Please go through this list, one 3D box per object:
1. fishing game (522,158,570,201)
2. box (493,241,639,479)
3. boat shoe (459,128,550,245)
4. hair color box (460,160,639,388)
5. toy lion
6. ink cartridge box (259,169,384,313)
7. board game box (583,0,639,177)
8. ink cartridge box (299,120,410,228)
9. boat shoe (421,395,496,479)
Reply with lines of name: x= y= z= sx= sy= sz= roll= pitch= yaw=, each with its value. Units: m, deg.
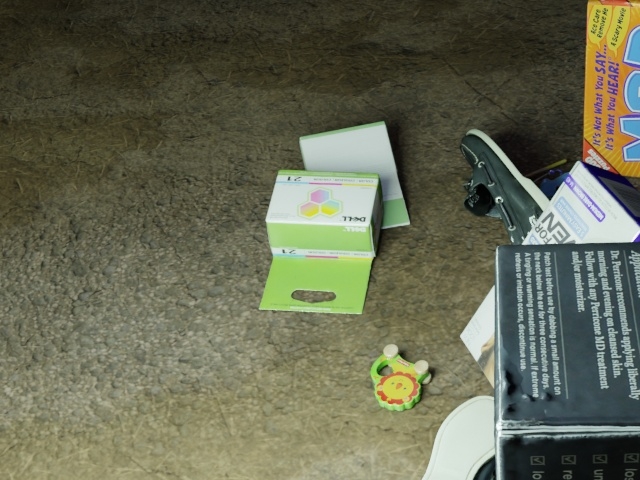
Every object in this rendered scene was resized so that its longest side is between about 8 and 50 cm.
fishing game: x=0.462 y=-0.071 z=2.129 sx=0.189 sy=0.041 sz=0.264 roll=-20 pitch=40 yaw=-10
box: x=0.433 y=0.264 z=1.317 sx=0.471 sy=0.480 sz=0.297 roll=0 pitch=39 yaw=9
boat shoe: x=0.311 y=-0.081 z=2.109 sx=0.113 sy=0.127 sz=0.340 roll=-36 pitch=44 yaw=2
hair color box: x=0.360 y=0.077 z=1.727 sx=0.110 sy=0.339 sz=0.185 roll=14 pitch=28 yaw=-30
toy lion: x=0.117 y=0.218 z=1.836 sx=0.100 sy=0.034 sz=0.096 roll=27 pitch=57 yaw=36
ink cartridge box: x=0.000 y=0.000 z=2.058 sx=0.188 sy=0.097 sz=0.255 roll=2 pitch=46 yaw=11
board game box: x=0.694 y=-0.352 z=2.183 sx=0.356 sy=0.356 sz=0.356 roll=8 pitch=41 yaw=19
ink cartridge box: x=0.064 y=-0.105 z=2.232 sx=0.171 sy=0.056 sz=0.235 roll=-11 pitch=62 yaw=-2
boat shoe: x=0.199 y=0.325 z=1.644 sx=0.095 sy=0.079 sz=0.254 roll=11 pitch=44 yaw=20
